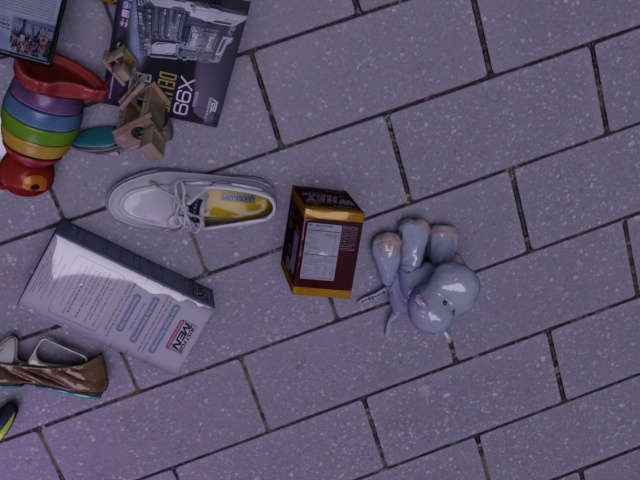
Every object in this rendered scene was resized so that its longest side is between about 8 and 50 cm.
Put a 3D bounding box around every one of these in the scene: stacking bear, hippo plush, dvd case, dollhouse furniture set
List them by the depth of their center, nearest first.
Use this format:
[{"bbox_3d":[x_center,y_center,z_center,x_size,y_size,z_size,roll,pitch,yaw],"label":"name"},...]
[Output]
[{"bbox_3d":[-0.556,-0.461,1.483,0.180,0.022,0.253,13,85,-16],"label":"dvd case"},{"bbox_3d":[-0.378,-0.249,1.541,0.101,0.182,0.161,-22,132,18],"label":"dollhouse furniture set"},{"bbox_3d":[-0.563,-0.215,1.619,0.175,0.164,0.289,0,126,-43],"label":"stacking bear"},{"bbox_3d":[0.223,0.095,1.825,0.294,0.236,0.234,-40,110,3],"label":"hippo plush"}]

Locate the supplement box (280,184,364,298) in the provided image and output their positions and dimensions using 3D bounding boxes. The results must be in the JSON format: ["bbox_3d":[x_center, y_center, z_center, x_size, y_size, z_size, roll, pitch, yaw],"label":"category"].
[{"bbox_3d":[0.000,0.000,1.777,0.129,0.191,0.194,6,107,-12],"label":"supplement box"}]

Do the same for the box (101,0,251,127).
[{"bbox_3d":[-0.287,-0.385,1.597,0.242,0.076,0.307,12,132,-14],"label":"box"}]

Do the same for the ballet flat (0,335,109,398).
[{"bbox_3d":[-0.642,0.277,1.797,0.342,0.116,0.124,7,86,-13],"label":"ballet flat"}]

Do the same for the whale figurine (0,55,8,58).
[{"bbox_3d":[-0.677,-0.444,1.538,0.272,0.141,0.216,14,85,-10],"label":"whale figurine"}]

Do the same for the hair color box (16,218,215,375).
[{"bbox_3d":[-0.440,0.127,1.777,0.374,0.113,0.185,28,101,-17],"label":"hair color box"}]

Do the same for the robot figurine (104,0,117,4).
[{"bbox_3d":[-0.440,-0.579,1.567,0.291,0.085,0.211,31,100,-18],"label":"robot figurine"}]

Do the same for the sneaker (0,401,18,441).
[{"bbox_3d":[-0.817,0.441,1.811,0.300,0.111,0.121,-31,106,-2],"label":"sneaker"}]

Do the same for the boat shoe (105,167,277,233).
[{"bbox_3d":[-0.270,-0.070,1.722,0.367,0.156,0.136,2,107,-12],"label":"boat shoe"}]

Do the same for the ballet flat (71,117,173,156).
[{"bbox_3d":[-0.413,-0.208,1.703,0.213,0.072,0.068,-14,140,-3],"label":"ballet flat"}]

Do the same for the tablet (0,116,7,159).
[{"bbox_3d":[-0.663,-0.213,1.683,0.054,0.006,0.083,24,102,-17],"label":"tablet"}]
